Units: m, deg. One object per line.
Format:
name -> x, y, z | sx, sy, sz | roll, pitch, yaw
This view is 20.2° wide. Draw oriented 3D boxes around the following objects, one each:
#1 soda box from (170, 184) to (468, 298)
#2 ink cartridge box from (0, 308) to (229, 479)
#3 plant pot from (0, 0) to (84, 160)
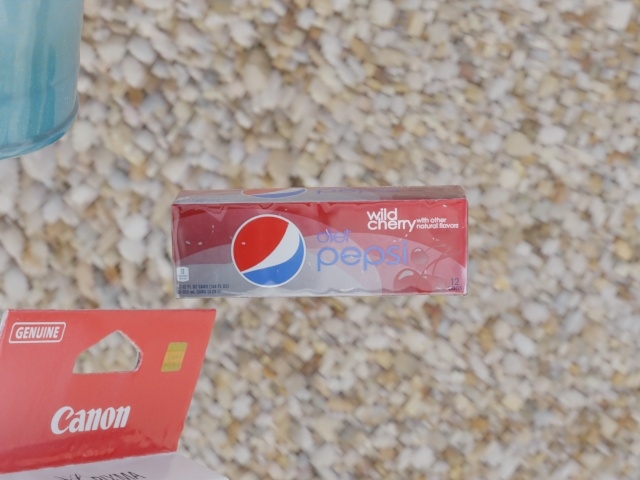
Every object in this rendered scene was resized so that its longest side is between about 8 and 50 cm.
soda box -> 0.000, 0.000, 1.610 | 0.263, 0.083, 0.092 | -1, 100, 0
ink cartridge box -> -0.167, 0.183, 1.348 | 0.296, 0.066, 0.261 | 4, 107, -63
plant pot -> -0.297, -0.232, 1.360 | 0.271, 0.271, 0.255 | 2, 121, -23
